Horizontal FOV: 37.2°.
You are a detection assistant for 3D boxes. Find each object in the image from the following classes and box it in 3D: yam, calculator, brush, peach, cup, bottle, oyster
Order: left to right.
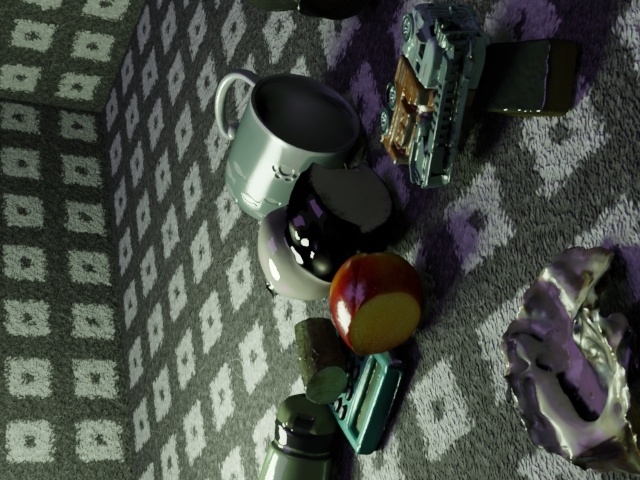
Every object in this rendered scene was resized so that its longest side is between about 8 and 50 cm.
[{"bbox_3d":[-0.114,-0.227,2.191,0.356,0.259,0.274,41,134,15],"label":"cup"},{"bbox_3d":[-0.053,0.515,2.109,0.168,0.168,0.347,21,100,62],"label":"bottle"},{"bbox_3d":[-0.002,0.240,2.001,0.107,0.107,0.183,-60,33,40],"label":"yam"},{"bbox_3d":[0.080,0.280,2.000,0.274,0.058,0.248,51,129,56],"label":"calculator"},{"bbox_3d":[0.106,0.122,1.832,0.190,0.190,0.192,-30,60,58],"label":"peach"},{"bbox_3d":[0.340,-0.270,1.584,0.197,0.059,0.123,-164,79,-64],"label":"brush"},{"bbox_3d":[0.381,0.181,1.373,0.238,0.114,0.351,-51,46,35],"label":"oyster"}]

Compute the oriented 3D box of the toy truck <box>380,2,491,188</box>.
[{"bbox_3d":[0.210,-0.265,1.678,0.184,0.133,0.338,-105,19,-44],"label":"toy truck"}]

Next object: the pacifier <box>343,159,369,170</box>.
[{"bbox_3d":[0.084,-0.148,2.091,0.064,0.068,0.083,-40,18,11],"label":"pacifier"}]

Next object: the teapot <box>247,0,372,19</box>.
[{"bbox_3d":[-0.011,-0.678,2.162,0.376,0.305,0.361,-52,41,0],"label":"teapot"}]

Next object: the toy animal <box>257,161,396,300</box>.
[{"bbox_3d":[0.000,0.000,2.006,0.310,0.250,0.251,-58,37,43],"label":"toy animal"}]
